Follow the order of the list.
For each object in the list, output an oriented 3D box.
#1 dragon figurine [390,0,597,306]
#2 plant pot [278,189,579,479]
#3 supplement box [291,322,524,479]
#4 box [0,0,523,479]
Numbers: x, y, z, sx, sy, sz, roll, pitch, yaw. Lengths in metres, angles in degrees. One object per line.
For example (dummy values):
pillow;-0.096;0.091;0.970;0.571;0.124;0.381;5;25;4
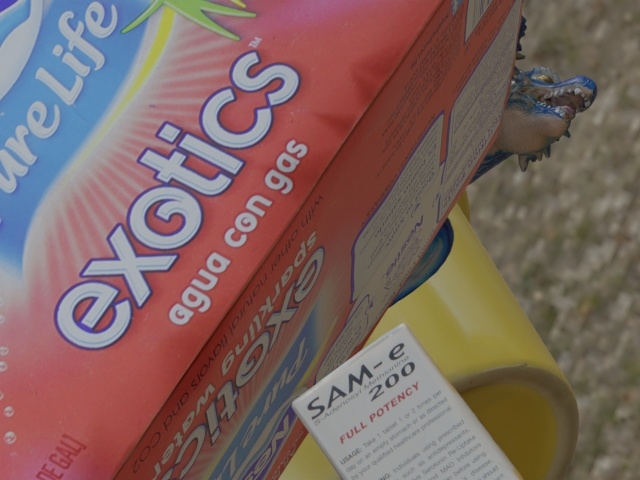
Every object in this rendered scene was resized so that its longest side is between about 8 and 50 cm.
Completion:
dragon figurine;0.000;0.000;0.830;0.144;0.085;0.289;-36;-4;-42
plant pot;0.002;0.061;1.019;0.239;0.254;0.254;46;116;40
supplement box;0.038;0.074;0.475;0.036;0.098;0.062;-36;-18;-3
box;-0.069;0.006;0.557;0.300;0.142;0.154;-56;-16;-23
